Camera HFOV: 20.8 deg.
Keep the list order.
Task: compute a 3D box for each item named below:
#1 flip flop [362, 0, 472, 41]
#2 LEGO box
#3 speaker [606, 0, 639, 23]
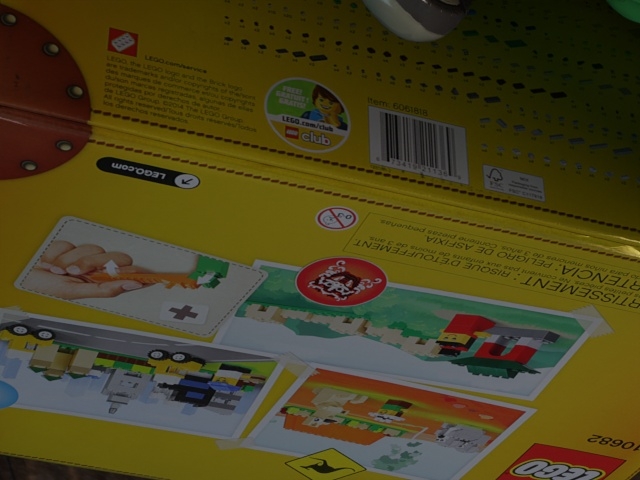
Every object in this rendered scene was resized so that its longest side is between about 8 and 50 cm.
[{"bbox_3d":[0.015,-0.188,0.905,0.112,0.277,0.080,32,123,-33],"label":"flip flop"},{"bbox_3d":[0.000,0.000,1.071,0.500,0.193,0.372,12,145,-18],"label":"LEGO box"},{"bbox_3d":[0.123,-0.204,0.864,0.131,0.131,0.296,-16,153,39],"label":"speaker"}]
